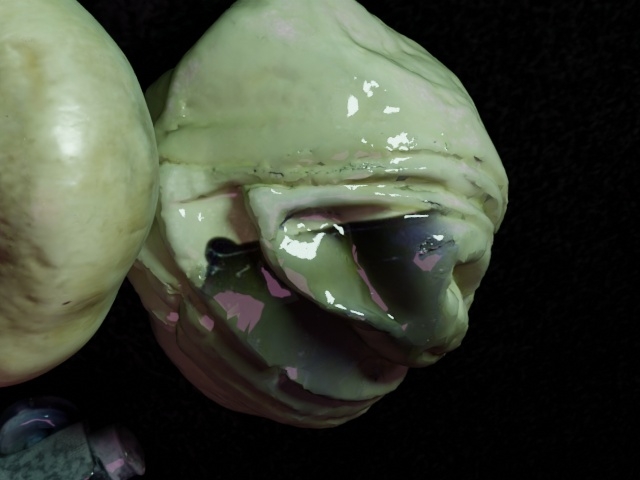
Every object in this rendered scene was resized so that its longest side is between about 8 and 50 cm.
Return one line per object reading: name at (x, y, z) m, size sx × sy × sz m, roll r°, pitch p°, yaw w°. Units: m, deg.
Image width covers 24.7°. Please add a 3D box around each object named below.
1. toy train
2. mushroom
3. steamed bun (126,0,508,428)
toy train at (-0.260, 0.251, 1.162) m, size 0.300 × 0.131 × 0.202 m, roll -24°, pitch 136°, yaw 2°
mushroom at (-0.229, -0.034, 0.882) m, size 0.234 × 0.254 × 0.260 m, roll -16°, pitch 94°, yaw -47°
steamed bun at (0.000, 0.000, 1.007) m, size 0.275 × 0.206 × 0.320 m, roll -21°, pitch 132°, yaw -4°
